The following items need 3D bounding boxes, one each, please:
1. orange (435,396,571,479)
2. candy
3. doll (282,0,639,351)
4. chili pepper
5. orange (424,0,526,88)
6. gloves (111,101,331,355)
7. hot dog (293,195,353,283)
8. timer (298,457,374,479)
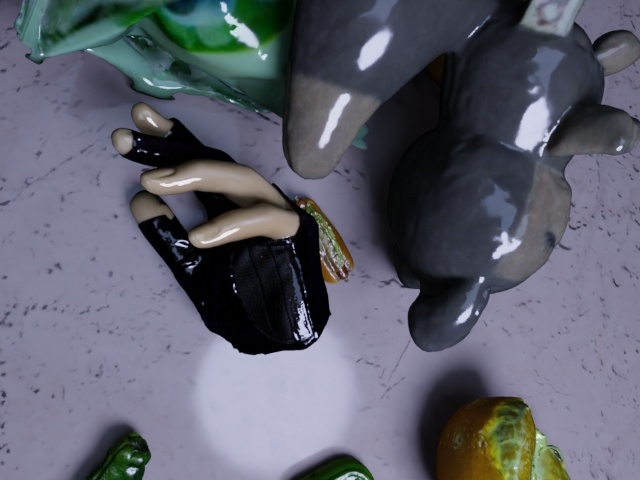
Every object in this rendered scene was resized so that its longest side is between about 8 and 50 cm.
[{"bbox_3d":[0.240,0.325,0.634,0.237,0.158,0.179,49,39,-19],"label":"orange"},{"bbox_3d":[-0.083,-0.263,0.529,0.397,0.172,0.263,10,91,-32],"label":"candy"},{"bbox_3d":[0.124,-0.099,0.553,0.378,0.252,0.383,24,102,0],"label":"doll"},{"bbox_3d":[-0.269,0.282,0.524,0.182,0.050,0.073,-25,106,-15],"label":"chili pepper"},{"bbox_3d":[0.211,-0.268,0.641,0.154,0.134,0.155,1,85,-14],"label":"orange"},{"bbox_3d":[-0.111,-0.009,0.524,0.301,0.197,0.152,54,39,-28],"label":"gloves"},{"bbox_3d":[0.000,0.000,0.617,0.056,0.041,0.133,-35,101,-16],"label":"hot dog"},{"bbox_3d":[0.022,0.364,0.626,0.127,0.047,0.140,-20,97,-19],"label":"timer"}]
